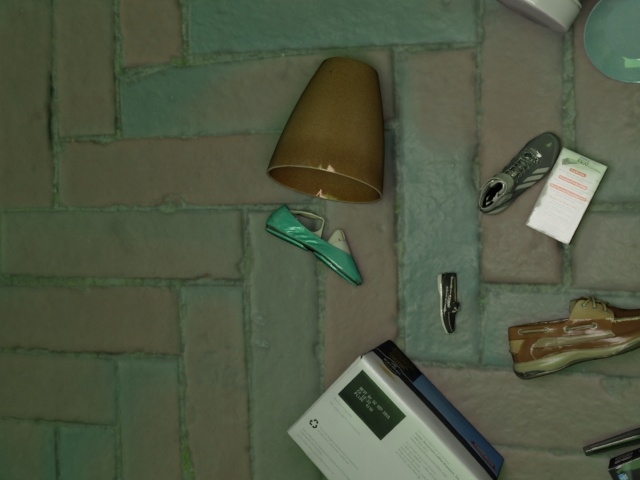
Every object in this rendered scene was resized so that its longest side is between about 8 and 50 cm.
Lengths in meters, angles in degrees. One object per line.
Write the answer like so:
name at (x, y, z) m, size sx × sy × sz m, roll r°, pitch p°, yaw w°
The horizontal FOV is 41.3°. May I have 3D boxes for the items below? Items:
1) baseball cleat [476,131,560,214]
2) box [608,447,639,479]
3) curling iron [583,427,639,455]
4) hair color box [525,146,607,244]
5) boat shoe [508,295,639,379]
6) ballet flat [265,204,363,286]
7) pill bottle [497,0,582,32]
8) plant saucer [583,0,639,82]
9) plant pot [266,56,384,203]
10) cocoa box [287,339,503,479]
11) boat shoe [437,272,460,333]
baseball cleat at (0.386, -0.128, 1.646) m, size 0.072 × 0.109 × 0.206 m, roll 42°, pitch 101°, yaw 17°
box at (0.718, 0.511, 1.570) m, size 0.242 × 0.076 × 0.308 m, roll -28°, pitch 83°, yaw 21°
curling iron at (0.633, 0.352, 1.621) m, size 0.274 × 0.035 × 0.068 m, roll -28°, pitch 87°, yaw 16°
hair color box at (0.478, -0.086, 1.648) m, size 0.093 × 0.053 × 0.167 m, roll 27°, pitch 101°, yaw 16°
boat shoe at (0.509, 0.166, 1.613) m, size 0.324 × 0.122 × 0.120 m, roll -20°, pitch 83°, yaw 17°
ballet flat at (0.000, 0.000, 1.793) m, size 0.247 × 0.083 × 0.087 m, roll 32°, pitch 87°, yaw 12°
pill bottle at (0.480, -0.600, 1.538) m, size 0.229 × 0.229 × 0.408 m, roll 32°, pitch 101°, yaw 14°
plant saucer at (0.592, -0.390, 1.580) m, size 0.194 × 0.037 × 0.195 m, roll 11°, pitch 128°, yaw 14°
plant pot at (0.036, -0.228, 1.714) m, size 0.237 × 0.237 × 0.254 m, roll 10°, pitch 79°, yaw 17°
cocoa box at (0.154, 0.406, 1.676) m, size 0.347 × 0.228 × 0.231 m, roll 46°, pitch 104°, yaw 11°
boat shoe at (0.265, 0.127, 1.729) m, size 0.038 × 0.046 × 0.125 m, roll -8°, pitch 81°, yaw 23°
